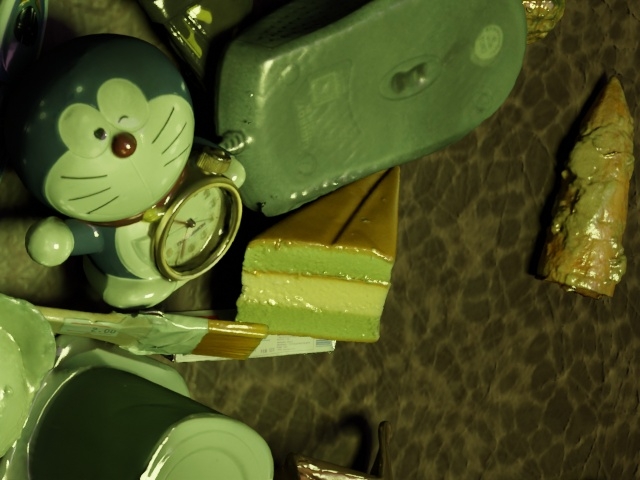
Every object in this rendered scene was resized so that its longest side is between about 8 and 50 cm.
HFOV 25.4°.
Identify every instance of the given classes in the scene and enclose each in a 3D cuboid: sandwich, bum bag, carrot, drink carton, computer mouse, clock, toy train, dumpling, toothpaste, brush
[{"bbox_3d":[0.000,0.000,1.392,0.144,0.187,0.117,10,125,-3],"label":"sandwich"},{"bbox_3d":[-0.142,-0.236,1.247,0.232,0.060,0.107,47,61,-37],"label":"bum bag"},{"bbox_3d":[0.317,-0.063,1.647,0.102,0.102,0.263,17,83,-40],"label":"carrot"},{"bbox_3d":[-0.149,0.198,1.261,0.191,0.189,0.185,30,75,-40],"label":"drink carton"},{"bbox_3d":[0.033,-0.158,1.366,0.371,0.122,0.188,-26,123,-28],"label":"computer mouse"},{"bbox_3d":[-0.170,-0.057,1.186,0.199,0.146,0.243,-38,141,-19],"label":"clock"},{"bbox_3d":[-0.270,-0.121,1.178,0.055,0.048,0.252,20,87,-42],"label":"toy train"},{"bbox_3d":[-0.307,0.121,1.163,0.219,0.153,0.108,-43,169,9],"label":"dumpling"},{"bbox_3d":[-0.072,0.090,1.384,0.196,0.047,0.040,-1,104,-38],"label":"toothpaste"},{"bbox_3d":[-0.211,0.072,1.211,0.336,0.085,0.020,8,65,-20],"label":"brush"}]

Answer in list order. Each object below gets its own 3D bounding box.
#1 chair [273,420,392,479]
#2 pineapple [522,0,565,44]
[{"bbox_3d":[0.001,0.280,1.362,0.183,0.326,0.176,19,101,-15],"label":"chair"},{"bbox_3d":[0.164,-0.276,1.469,0.197,0.108,0.108,20,87,-28],"label":"pineapple"}]
